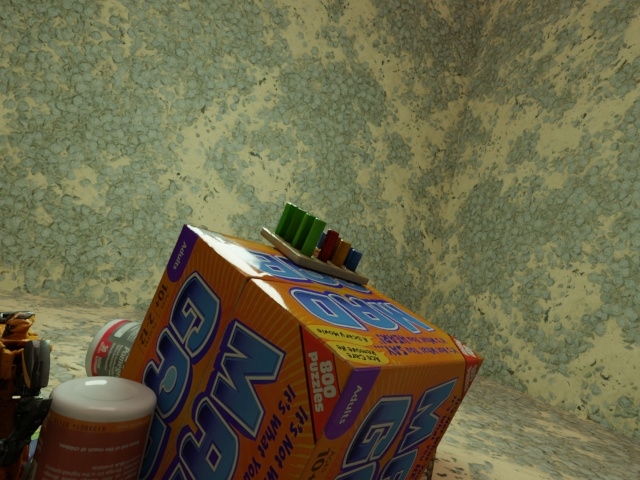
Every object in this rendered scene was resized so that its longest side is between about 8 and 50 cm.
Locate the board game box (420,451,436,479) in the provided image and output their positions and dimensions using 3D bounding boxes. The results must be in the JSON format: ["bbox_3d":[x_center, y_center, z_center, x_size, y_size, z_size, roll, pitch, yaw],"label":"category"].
[{"bbox_3d":[0.180,0.391,1.015,0.141,0.291,0.232,13,-4,-16],"label":"board game box"}]

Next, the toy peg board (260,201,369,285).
[{"bbox_3d":[0.000,0.000,0.750,0.160,0.079,0.161,20,8,-35],"label":"toy peg board"}]

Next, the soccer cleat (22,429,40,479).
[{"bbox_3d":[-0.442,0.334,0.688,0.121,0.094,0.289,5,-5,-1],"label":"soccer cleat"}]

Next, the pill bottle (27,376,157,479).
[{"bbox_3d":[-0.282,0.288,0.490,0.121,0.216,0.121,12,-5,1],"label":"pill bottle"}]

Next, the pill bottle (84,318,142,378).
[{"bbox_3d":[-0.422,0.324,1.066,0.318,0.177,0.176,11,-5,13],"label":"pill bottle"}]

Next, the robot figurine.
[{"bbox_3d":[-0.391,0.224,0.464,0.211,0.291,0.085,8,-6,39],"label":"robot figurine"}]

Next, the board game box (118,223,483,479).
[{"bbox_3d":[-0.047,0.235,0.626,0.356,0.357,0.356,31,9,41],"label":"board game box"}]
